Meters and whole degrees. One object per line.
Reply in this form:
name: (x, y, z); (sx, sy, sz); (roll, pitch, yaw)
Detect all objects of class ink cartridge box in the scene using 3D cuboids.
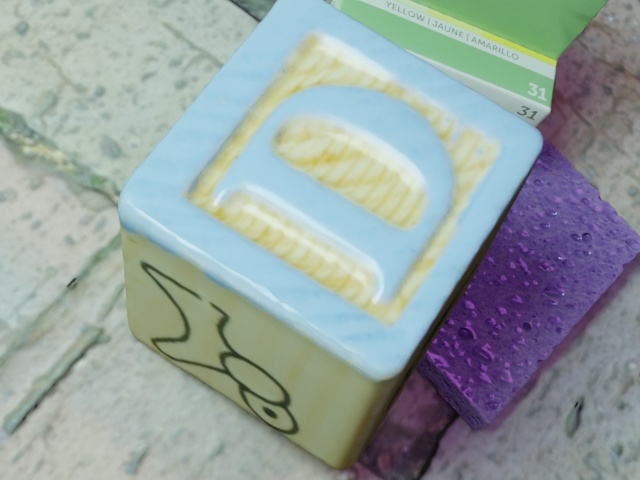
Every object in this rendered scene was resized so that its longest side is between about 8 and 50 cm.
ink cartridge box: (0.091, -0.139, 0.830); (0.171, 0.235, 0.056); (20, 61, -11)

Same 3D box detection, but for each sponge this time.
sponge: (0.146, 0.029, 0.904); (0.117, 0.031, 0.210); (46, 65, 2)

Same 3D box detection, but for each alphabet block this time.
alphabet block: (0.000, 0.000, 0.757); (0.192, 0.197, 0.193); (34, 65, 8)
